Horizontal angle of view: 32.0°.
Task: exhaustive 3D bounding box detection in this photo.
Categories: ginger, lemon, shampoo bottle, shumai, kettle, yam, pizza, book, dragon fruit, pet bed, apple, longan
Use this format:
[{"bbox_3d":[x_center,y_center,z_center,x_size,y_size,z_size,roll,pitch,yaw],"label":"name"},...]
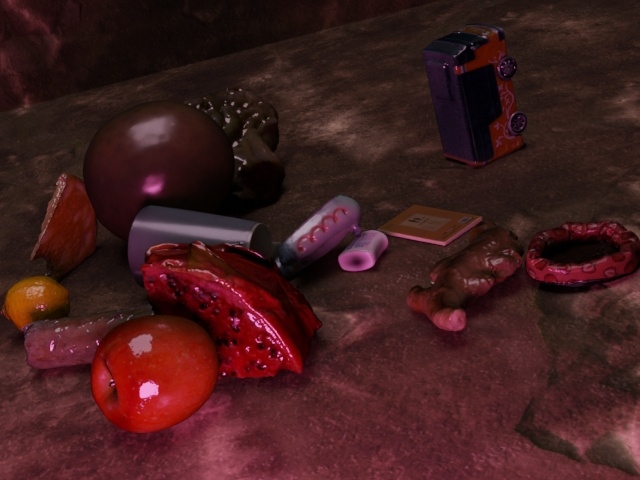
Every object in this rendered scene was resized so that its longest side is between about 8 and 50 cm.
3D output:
[{"bbox_3d":[0.242,0.060,1.850,0.166,0.080,0.333,-12,25,43],"label":"ginger"},{"bbox_3d":[-0.528,0.120,2.072,0.133,0.109,0.109,-16,23,3],"label":"lemon"},{"bbox_3d":[0.083,0.016,2.066,0.072,0.043,0.099,-9,22,28],"label":"shampoo bottle"},{"bbox_3d":[-0.205,-0.206,2.508,0.346,0.217,0.283,-21,24,-25],"label":"shumai"},{"bbox_3d":[-0.210,0.020,2.128,0.243,0.160,0.210,3,-1,19],"label":"kettle"},{"bbox_3d":[-0.390,0.167,1.919,0.259,0.093,0.093,-9,23,10],"label":"yam"},{"bbox_3d":[-0.535,-0.004,2.325,0.034,0.181,0.262,1,51,24],"label":"pizza"},{"bbox_3d":[0.209,-0.031,2.146,0.172,0.012,0.118,12,34,45],"label":"book"},{"bbox_3d":[-0.165,0.111,1.857,0.240,0.302,0.330,-42,3,11],"label":"dragon fruit"},{"bbox_3d":[0.437,0.021,1.860,0.201,0.053,0.201,-6,23,3],"label":"pet bed"},{"bbox_3d":[-0.251,0.199,1.674,0.168,0.181,0.181,-7,14,-43],"label":"apple"},{"bbox_3d":[-0.335,-0.140,2.308,0.319,0.319,0.319,-11,23,5],"label":"longan"}]

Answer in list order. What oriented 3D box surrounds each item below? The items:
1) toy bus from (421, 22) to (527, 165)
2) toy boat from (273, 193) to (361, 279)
[{"bbox_3d":[0.328,-0.312,2.393,0.167,0.275,0.138,-25,26,-23],"label":"toy bus"},{"bbox_3d":[0.000,0.000,2.065,0.079,0.134,0.207,44,64,11],"label":"toy boat"}]
